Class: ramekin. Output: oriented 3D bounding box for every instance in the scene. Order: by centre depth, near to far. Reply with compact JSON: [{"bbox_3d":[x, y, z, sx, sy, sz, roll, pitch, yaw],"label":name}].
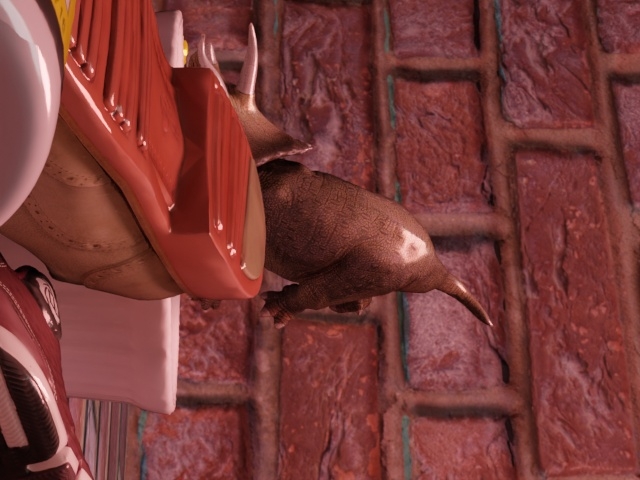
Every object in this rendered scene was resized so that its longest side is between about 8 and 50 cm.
[{"bbox_3d":[-0.163,-0.020,1.091,0.277,0.135,0.277,-179,-90,-86],"label":"ramekin"}]

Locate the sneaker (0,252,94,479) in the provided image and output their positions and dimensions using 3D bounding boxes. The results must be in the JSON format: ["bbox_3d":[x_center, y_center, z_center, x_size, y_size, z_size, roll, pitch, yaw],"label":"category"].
[{"bbox_3d":[-0.162,0.113,0.898,0.162,0.106,0.281,-100,-176,-50],"label":"sneaker"}]

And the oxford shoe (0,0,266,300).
[{"bbox_3d":[-0.148,-0.075,0.774,0.397,0.146,0.141,64,22,-52],"label":"oxford shoe"}]

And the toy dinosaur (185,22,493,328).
[{"bbox_3d":[0.000,0.000,1.143,0.160,0.313,0.121,-38,-160,56],"label":"toy dinosaur"}]

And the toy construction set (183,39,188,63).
[{"bbox_3d":[-0.186,-0.033,1.356,0.215,0.151,0.328,61,-27,27],"label":"toy construction set"}]

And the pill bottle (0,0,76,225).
[{"bbox_3d":[-0.127,-0.097,0.465,0.208,0.119,0.119,-93,-174,-50],"label":"pill bottle"}]
